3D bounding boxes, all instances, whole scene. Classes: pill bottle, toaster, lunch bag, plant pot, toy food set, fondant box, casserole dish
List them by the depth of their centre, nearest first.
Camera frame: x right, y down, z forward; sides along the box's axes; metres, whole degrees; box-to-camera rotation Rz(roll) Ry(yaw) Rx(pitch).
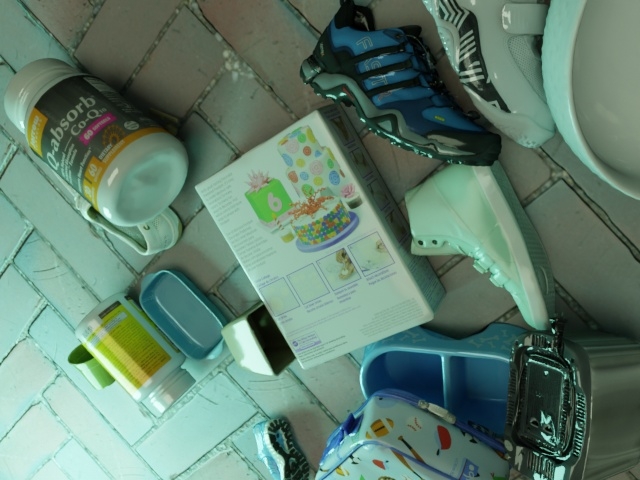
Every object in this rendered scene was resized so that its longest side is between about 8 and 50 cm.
[{"bbox_3d":[0.327,0.198,0.828,0.129,0.147,0.226,9,98,61],"label":"toaster"},{"bbox_3d":[0.124,0.335,0.964,0.243,0.115,0.303,28,140,0],"label":"lunch bag"},{"bbox_3d":[0.000,0.000,0.969,0.238,0.096,0.330,-27,97,29],"label":"fondant box"},{"bbox_3d":[-0.351,-0.158,1.012,0.278,0.162,0.162,37,120,20],"label":"pill bottle"},{"bbox_3d":[-0.096,0.154,1.065,0.096,0.109,0.108,-19,100,40],"label":"plant pot"},{"bbox_3d":[-0.255,-0.154,1.068,0.078,0.019,0.122,23,124,15],"label":"toy food set"},{"bbox_3d":[-0.236,0.128,1.152,0.188,0.037,0.114,46,120,3],"label":"casserole dish"},{"bbox_3d":[-0.326,0.204,1.172,0.215,0.117,0.117,46,120,3],"label":"pill bottle"},{"bbox_3d":[-0.430,0.242,1.261,0.083,0.083,0.079,-6,118,25],"label":"plant pot"}]

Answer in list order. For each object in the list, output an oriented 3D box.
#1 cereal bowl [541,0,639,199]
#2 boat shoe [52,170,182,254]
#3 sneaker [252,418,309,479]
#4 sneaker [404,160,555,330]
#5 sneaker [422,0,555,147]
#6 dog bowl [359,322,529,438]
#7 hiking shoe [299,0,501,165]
[{"bbox_3d":[0.379,-0.213,0.665,0.339,0.141,0.338,-3,116,-6],"label":"cereal bowl"},{"bbox_3d":[-0.364,-0.075,1.098,0.277,0.096,0.098,35,120,9],"label":"boat shoe"},{"bbox_3d":[-0.074,0.392,1.176,0.073,0.063,0.162,-11,100,45],"label":"sneaker"},{"bbox_3d":[0.211,0.018,0.886,0.151,0.094,0.255,-23,96,31],"label":"sneaker"},{"bbox_3d":[0.230,-0.298,0.732,0.210,0.137,0.365,-25,94,32],"label":"sneaker"},{"bbox_3d":[0.195,0.208,0.972,0.298,0.074,0.165,2,110,24],"label":"dog bowl"},{"bbox_3d":[0.103,-0.198,0.812,0.304,0.113,0.132,36,114,26],"label":"hiking shoe"}]
